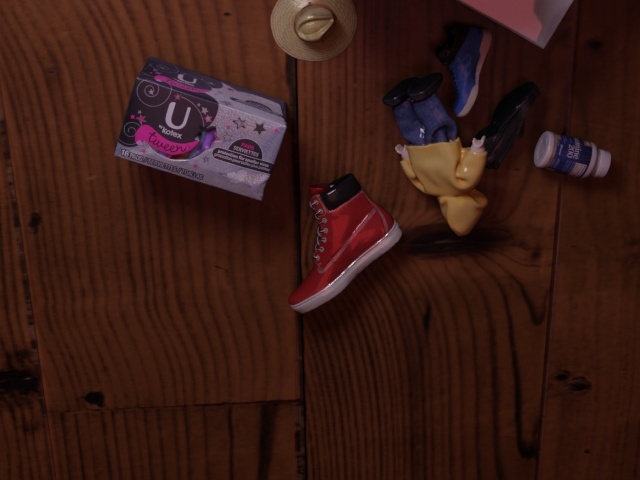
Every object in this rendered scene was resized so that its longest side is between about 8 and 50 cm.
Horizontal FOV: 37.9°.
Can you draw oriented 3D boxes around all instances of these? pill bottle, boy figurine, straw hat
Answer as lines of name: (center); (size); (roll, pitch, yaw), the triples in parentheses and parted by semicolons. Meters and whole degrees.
pill bottle: (0.441, -0.146, 1.628); (0.120, 0.067, 0.067); (13, 110, -8)
boy figurine: (0.215, -0.139, 1.586); (0.177, 0.092, 0.285); (-8, 119, 44)
straw hat: (-0.009, -0.354, 1.526); (0.145, 0.061, 0.144); (-1, 111, -2)

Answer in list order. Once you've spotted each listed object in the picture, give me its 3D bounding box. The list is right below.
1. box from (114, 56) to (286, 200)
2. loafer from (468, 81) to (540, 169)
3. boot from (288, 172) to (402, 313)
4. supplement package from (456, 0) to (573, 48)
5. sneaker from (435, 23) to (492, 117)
box: (-0.190, -0.186, 1.526); (0.247, 0.163, 0.142); (16, 111, -10)
loafer: (0.326, -0.197, 1.611); (0.061, 0.062, 0.170); (27, 117, -21)
boot: (0.000, 0.000, 1.654); (0.244, 0.088, 0.176); (-43, 107, 4)
supplement package: (0.262, -0.455, 1.428); (0.263, 0.198, 0.199); (26, 108, -12)
sneaker: (0.226, -0.287, 1.565); (0.085, 0.058, 0.152); (11, 106, -13)
